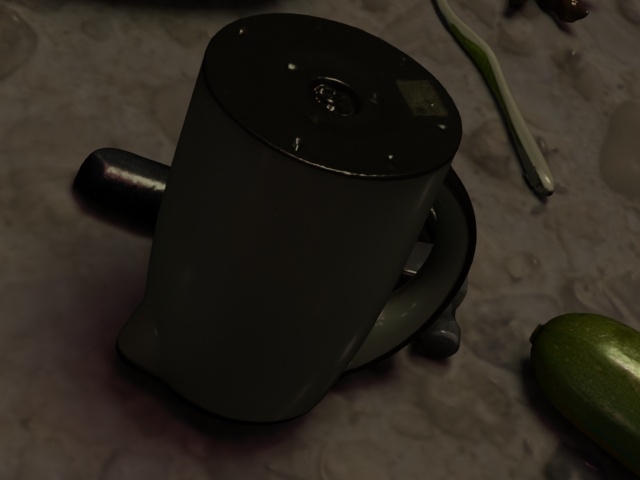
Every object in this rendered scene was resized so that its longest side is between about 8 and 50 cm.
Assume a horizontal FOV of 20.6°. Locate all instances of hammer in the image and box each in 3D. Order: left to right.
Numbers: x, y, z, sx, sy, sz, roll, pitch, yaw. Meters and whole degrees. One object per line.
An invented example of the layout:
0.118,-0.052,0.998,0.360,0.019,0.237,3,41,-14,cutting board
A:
-0.031,-0.015,1.256,0.290,0.037,0.137,18,48,-12,hammer

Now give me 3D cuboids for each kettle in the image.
0.000,0.000,1.121,0.221,0.236,0.161,1,40,-25,kettle

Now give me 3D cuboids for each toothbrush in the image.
0.134,-0.140,1.450,0.026,0.022,0.263,-10,57,-17,toothbrush

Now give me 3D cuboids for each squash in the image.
0.227,0.118,1.238,0.188,0.095,0.095,33,46,7,squash

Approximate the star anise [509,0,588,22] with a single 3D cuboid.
0.184,-0.242,1.542,0.141,0.042,0.141,14,51,-18,star anise
